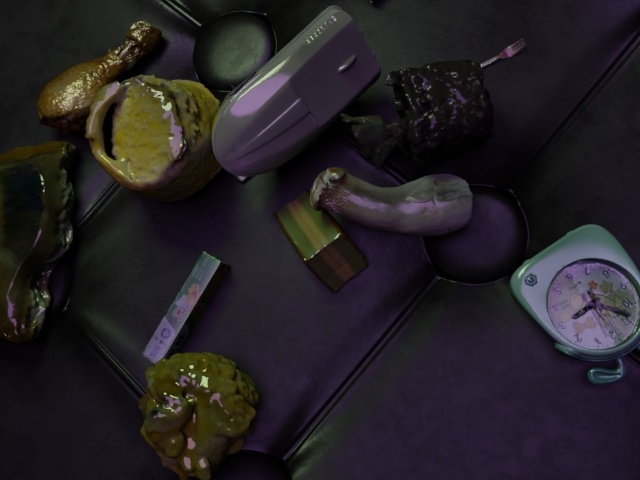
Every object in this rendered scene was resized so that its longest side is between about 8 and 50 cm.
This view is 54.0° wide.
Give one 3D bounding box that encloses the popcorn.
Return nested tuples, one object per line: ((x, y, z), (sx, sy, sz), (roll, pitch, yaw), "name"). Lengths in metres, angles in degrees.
((-0.169, 0.240, 0.859), (0.173, 0.142, 0.174), (4, 74, -13), "popcorn")

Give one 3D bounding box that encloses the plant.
((0.136, -0.173, 0.890), (0.203, 0.142, 0.131), (-20, 83, -3), "plant")

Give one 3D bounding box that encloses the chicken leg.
((-0.365, -0.274, 1.045), (0.107, 0.087, 0.251), (42, 82, 7), "chicken leg")

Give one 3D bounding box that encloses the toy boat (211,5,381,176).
((-0.047, -0.210, 0.906), (0.269, 0.141, 0.141), (-36, 72, 3), "toy boat")

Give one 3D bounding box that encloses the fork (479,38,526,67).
((0.255, -0.270, 0.948), (0.115, 0.012, 0.016), (-28, 69, 9), "fork")

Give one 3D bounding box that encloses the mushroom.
((0.096, -0.053, 0.877), (0.223, 0.081, 0.092), (3, 90, 0), "mushroom")

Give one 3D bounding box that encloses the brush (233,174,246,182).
((-0.072, -0.163, 0.983), (0.178, 0.030, 0.033), (-45, 82, -1), "brush")

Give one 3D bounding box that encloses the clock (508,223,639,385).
((0.349, 0.086, 0.816), (0.148, 0.060, 0.189), (-32, 73, 2), "clock")

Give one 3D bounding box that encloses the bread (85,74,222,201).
((-0.238, -0.158, 0.944), (0.197, 0.170, 0.197), (0, 89, 9), "bread")

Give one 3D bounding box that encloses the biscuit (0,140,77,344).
((-0.504, 0.005, 1.011), (0.329, 0.078, 0.335), (-32, 70, 8), "biscuit")

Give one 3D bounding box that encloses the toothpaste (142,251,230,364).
((-0.199, 0.102, 0.938), (0.037, 0.043, 0.179), (28, 84, 14), "toothpaste")

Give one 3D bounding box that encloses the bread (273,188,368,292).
((-0.002, -0.003, 0.937), (0.074, 0.084, 0.139), (-40, 42, 1), "bread")

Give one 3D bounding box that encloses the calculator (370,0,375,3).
((0.071, -0.480, 0.961), (0.126, 0.190, 0.034), (-45, 34, -2), "calculator")
